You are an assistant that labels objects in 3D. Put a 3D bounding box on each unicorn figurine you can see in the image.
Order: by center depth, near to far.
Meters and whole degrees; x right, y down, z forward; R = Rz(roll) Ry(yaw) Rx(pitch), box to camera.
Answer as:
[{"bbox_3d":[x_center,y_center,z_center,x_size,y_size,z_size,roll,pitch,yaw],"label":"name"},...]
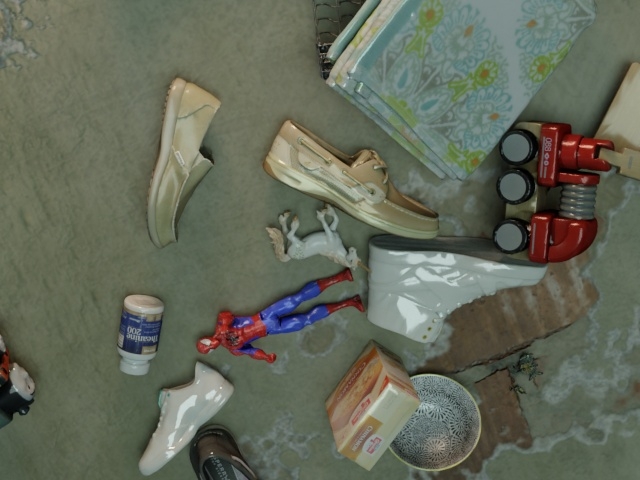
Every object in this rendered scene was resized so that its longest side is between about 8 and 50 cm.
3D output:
[{"bbox_3d":[0.000,0.000,1.940,0.161,0.060,0.111,-7,109,12],"label":"unicorn figurine"}]

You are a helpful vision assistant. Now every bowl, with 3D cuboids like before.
[{"bbox_3d":[0.184,0.319,2.025,0.170,0.170,0.080,-9,151,-4],"label":"bowl"}]

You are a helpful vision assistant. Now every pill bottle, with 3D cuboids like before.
[{"bbox_3d":[-0.294,0.154,1.942,0.067,0.067,0.120,9,106,-9],"label":"pill bottle"}]

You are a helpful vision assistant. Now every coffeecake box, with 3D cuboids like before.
[{"bbox_3d":[0.082,0.266,1.957,0.068,0.185,0.142,33,100,-15],"label":"coffeecake box"}]

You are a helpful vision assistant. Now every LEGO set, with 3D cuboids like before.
[{"bbox_3d":[0.351,0.225,2.065,0.054,0.023,0.083,31,114,-12],"label":"LEGO set"}]

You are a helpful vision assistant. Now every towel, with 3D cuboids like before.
[{"bbox_3d":[0.212,-0.304,1.791,0.320,0.090,0.374,37,92,-39],"label":"towel"}]

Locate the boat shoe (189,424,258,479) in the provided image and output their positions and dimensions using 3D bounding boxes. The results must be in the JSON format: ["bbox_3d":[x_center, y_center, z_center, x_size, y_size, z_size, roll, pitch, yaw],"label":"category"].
[{"bbox_3d":[-0.125,0.469,2.042,0.112,0.095,0.335,-28,108,2],"label":"boat shoe"}]

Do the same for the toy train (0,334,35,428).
[{"bbox_3d":[-0.621,0.273,1.913,0.334,0.142,0.190,-34,120,2],"label":"toy train"}]

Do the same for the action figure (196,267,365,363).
[{"bbox_3d":[-0.069,0.138,1.931,0.280,0.139,0.091,-20,107,2],"label":"action figure"}]

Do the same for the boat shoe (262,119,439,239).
[{"bbox_3d":[0.063,-0.094,1.890,0.302,0.109,0.098,25,104,-7],"label":"boat shoe"}]

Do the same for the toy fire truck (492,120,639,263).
[{"bbox_3d":[0.416,-0.072,1.877,0.246,0.158,0.217,8,101,27],"label":"toy fire truck"}]

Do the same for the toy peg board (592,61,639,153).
[{"bbox_3d":[0.539,-0.184,1.941,0.160,0.079,0.161,26,103,3],"label":"toy peg board"}]

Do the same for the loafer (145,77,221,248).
[{"bbox_3d":[-0.211,-0.113,1.852,0.092,0.102,0.269,10,105,-3],"label":"loafer"}]

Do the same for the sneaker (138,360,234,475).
[{"bbox_3d":[-0.244,0.293,1.995,0.094,0.080,0.212,42,91,-4],"label":"sneaker"}]

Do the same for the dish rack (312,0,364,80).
[{"bbox_3d":[0.076,-0.374,1.824,0.208,0.074,0.272,-8,109,-3],"label":"dish rack"}]

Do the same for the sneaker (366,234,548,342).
[{"bbox_3d":[0.218,0.087,1.968,0.292,0.108,0.169,5,110,0],"label":"sneaker"}]
